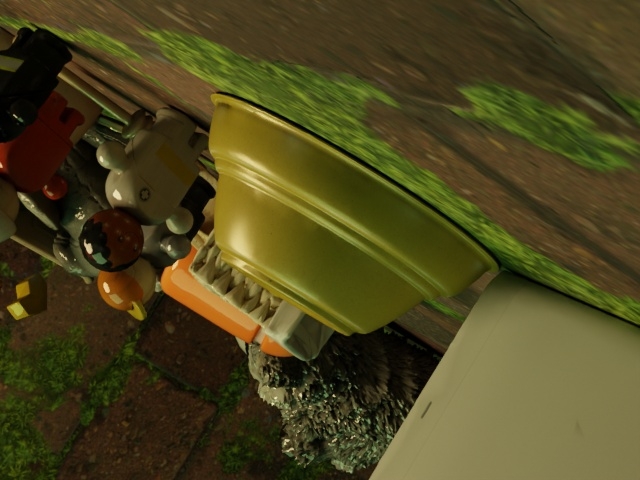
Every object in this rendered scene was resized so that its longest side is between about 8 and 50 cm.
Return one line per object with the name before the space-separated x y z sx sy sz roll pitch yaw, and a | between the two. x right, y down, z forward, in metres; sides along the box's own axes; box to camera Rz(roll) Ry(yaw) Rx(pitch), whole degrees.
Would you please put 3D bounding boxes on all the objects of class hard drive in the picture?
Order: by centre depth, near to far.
hard drive | 0.151 0.147 0.980 0.040 0.203 0.307 34 175 -34

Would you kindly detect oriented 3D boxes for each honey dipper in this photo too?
honey dipper | -0.193 -0.125 1.474 0.161 0.030 0.030 37 174 -25

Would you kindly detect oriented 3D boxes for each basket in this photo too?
basket | -0.027 0.021 1.422 0.103 0.113 0.167 35 177 11

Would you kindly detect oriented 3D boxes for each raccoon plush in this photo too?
raccoon plush | 0.103 0.170 2.316 0.447 0.216 0.299 2 157 5

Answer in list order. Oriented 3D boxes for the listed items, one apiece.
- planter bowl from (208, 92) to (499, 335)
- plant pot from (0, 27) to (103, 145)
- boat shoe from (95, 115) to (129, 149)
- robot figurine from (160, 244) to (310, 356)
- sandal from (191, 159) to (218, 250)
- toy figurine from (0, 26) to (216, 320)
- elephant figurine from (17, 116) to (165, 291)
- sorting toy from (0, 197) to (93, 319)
planter bowl | 0.000 0.000 1.120 0.217 0.090 0.217 31 175 3
plant pot | -0.377 -0.125 1.664 0.284 0.191 0.284 31 175 3
boat shoe | -0.176 -0.076 1.747 0.056 0.049 0.152 27 174 40
robot figurine | -0.066 0.030 1.694 0.219 0.128 0.158 31 136 2
sandal | -0.083 -0.014 1.562 0.240 0.088 0.079 36 -178 6
toy figurine | -0.198 -0.044 1.401 0.210 0.148 0.213 31 164 4
elephant figurine | -0.269 -0.074 1.867 0.186 0.169 0.239 -7 135 35
sorting toy | -0.319 -0.045 1.953 0.041 0.307 0.229 -22 142 26
